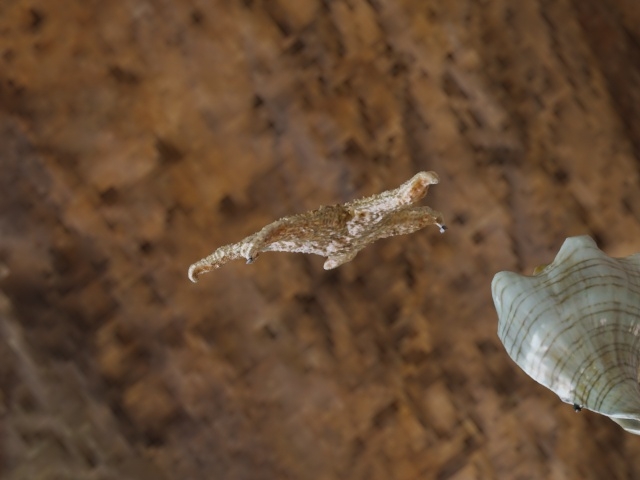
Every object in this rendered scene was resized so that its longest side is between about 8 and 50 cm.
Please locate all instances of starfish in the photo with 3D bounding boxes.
[{"bbox_3d":[-0.002,-0.005,1.784,0.295,0.231,0.048,142,116,-72],"label":"starfish"}]

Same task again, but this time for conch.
[{"bbox_3d":[0.271,0.080,2.025,0.203,0.169,0.386,10,-176,-5],"label":"conch"}]
